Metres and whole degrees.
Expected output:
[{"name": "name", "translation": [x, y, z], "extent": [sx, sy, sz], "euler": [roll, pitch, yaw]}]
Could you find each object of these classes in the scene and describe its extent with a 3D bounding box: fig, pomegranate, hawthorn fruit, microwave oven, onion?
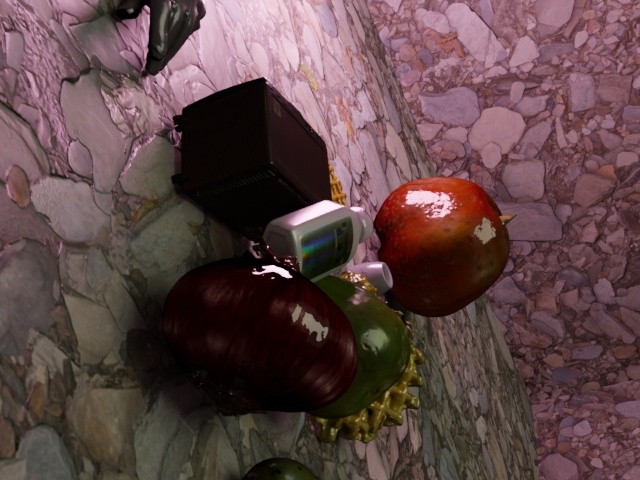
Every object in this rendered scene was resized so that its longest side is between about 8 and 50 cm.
[{"name": "fig", "translation": [-0.014, 0.165, 1.235], "extent": [0.233, 0.314, 0.233], "euler": [-34, 133, -46]}, {"name": "pomegranate", "translation": [-0.073, 0.371, 1.011], "extent": [0.129, 0.159, 0.129], "euler": [46, -32, 40]}, {"name": "hawthorn fruit", "translation": [0.349, 0.000, 2.040], "extent": [0.403, 0.403, 0.402], "euler": [53, 27, -42]}, {"name": "microwave oven", "translation": [-0.107, -0.130, 1.247], "extent": [0.247, 0.178, 0.188], "euler": [39, 38, -57]}, {"name": "onion", "translation": [-0.071, 0.104, 1.005], "extent": [0.273, 0.273, 0.285], "euler": [50, 51, -46]}]

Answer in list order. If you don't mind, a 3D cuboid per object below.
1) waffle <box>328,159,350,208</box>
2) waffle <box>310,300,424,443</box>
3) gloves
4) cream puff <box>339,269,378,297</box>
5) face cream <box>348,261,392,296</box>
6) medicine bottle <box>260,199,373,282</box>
[{"name": "waffle", "translation": [0.005, -0.122, 1.727], "extent": [0.254, 0.052, 0.245], "euler": [53, 26, -40]}, {"name": "waffle", "translation": [0.083, 0.231, 1.412], "extent": [0.312, 0.060, 0.307], "euler": [-5, 90, -41]}, {"name": "gloves", "translation": [-0.259, -0.393, 1.213], "extent": [0.142, 0.119, 0.285], "euler": [18, 54, -28]}, {"name": "cream puff", "translation": [0.060, 0.141, 1.509], "extent": [0.121, 0.156, 0.156], "euler": [39, 23, 1]}, {"name": "face cream", "translation": [0.116, 0.095, 1.755], "extent": [0.091, 0.095, 0.091], "euler": [51, 29, -42]}, {"name": "medicine bottle", "translation": [0.000, 0.000, 1.185], "extent": [0.219, 0.078, 0.115], "euler": [-23, 124, -47]}]
